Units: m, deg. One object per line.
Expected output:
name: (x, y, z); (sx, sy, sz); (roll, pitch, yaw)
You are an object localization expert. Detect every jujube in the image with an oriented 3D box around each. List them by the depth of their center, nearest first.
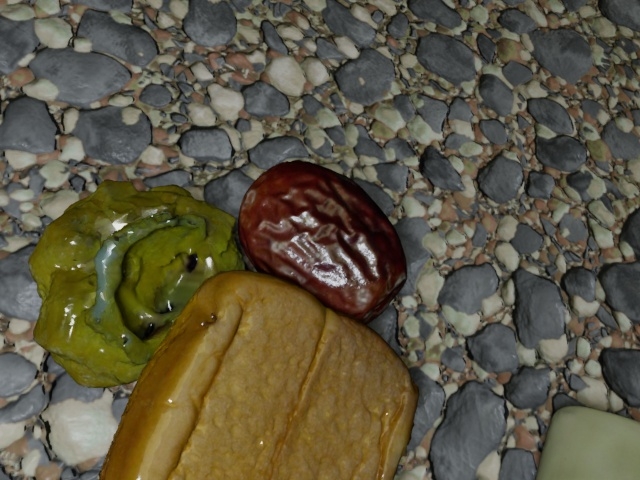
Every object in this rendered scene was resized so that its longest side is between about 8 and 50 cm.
jujube: (0.000, 0.000, 0.896); (0.183, 0.183, 0.243); (-37, 69, -27)

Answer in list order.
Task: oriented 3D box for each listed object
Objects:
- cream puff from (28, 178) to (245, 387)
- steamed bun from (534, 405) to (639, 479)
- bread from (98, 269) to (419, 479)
cream puff: (-0.217, 0.043, 0.811); (0.282, 0.185, 0.281); (6, 63, -12)
steamed bun: (0.417, 0.339, 0.879); (0.250, 0.155, 0.200); (35, 62, -2)
bread: (-0.068, 0.221, 0.749); (0.328, 0.148, 0.336); (33, 62, -25)
